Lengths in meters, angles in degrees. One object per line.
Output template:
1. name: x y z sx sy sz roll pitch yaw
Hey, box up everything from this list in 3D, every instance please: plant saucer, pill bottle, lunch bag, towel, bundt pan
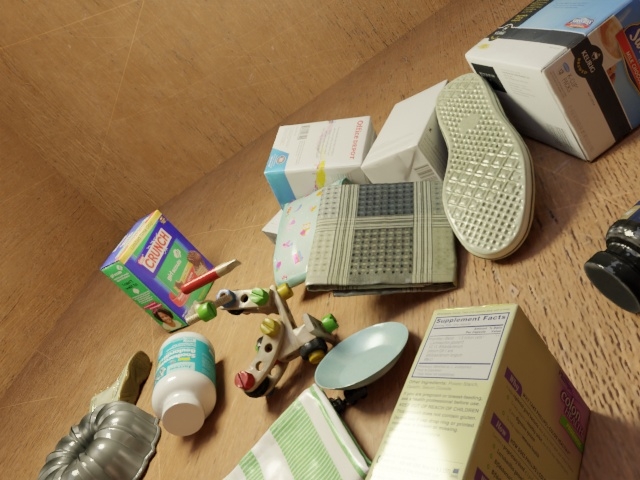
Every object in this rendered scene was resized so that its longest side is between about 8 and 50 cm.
1. plant saucer: 0.082 0.221 1.001 0.195 0.037 0.195 -29 11 6
2. pill bottle: 0.473 -0.007 0.733 0.219 0.123 0.123 -41 23 -1
3. lunch bag: 0.000 0.000 1.384 0.223 0.160 0.262 -22 38 35
4. pill bottle: -0.323 0.342 1.301 0.146 0.146 0.264 -39 24 4
5. towel: -0.076 0.417 0.896 0.325 0.038 0.248 -44 30 -3
6. towel: 0.132 -0.009 1.175 0.312 0.056 0.324 -1 45 13
7. bundt pan: -0.561 0.533 1.338 0.331 0.124 0.331 -32 23 15

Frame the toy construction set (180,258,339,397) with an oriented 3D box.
1. toy construction set: -0.105 0.153 1.142 0.237 0.309 0.257 -28 34 16

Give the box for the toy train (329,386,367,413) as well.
1. toy train: 0.018 0.305 0.998 0.158 0.027 0.036 -35 21 12

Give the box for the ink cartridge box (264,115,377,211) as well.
1. ink cartridge box: 0.021 -0.196 1.508 0.270 0.197 0.198 -2 50 19

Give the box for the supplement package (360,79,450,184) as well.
1. supplement package: 0.262 -0.237 1.384 0.175 0.177 0.293 -18 33 43

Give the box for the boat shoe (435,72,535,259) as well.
1. boat shoe: 0.353 -0.156 1.150 0.186 0.156 0.500 -25 42 27

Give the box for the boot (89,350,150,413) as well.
1. boot: -0.610 0.444 1.649 0.165 0.077 0.213 -33 28 23

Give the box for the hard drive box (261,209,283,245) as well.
1. hard drive box: -0.048 -0.077 1.683 0.232 0.089 0.181 -48 25 -14

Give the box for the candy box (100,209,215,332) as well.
1. candy box: -0.523 0.101 1.807 0.122 0.317 0.268 -25 28 32

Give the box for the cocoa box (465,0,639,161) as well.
1. cocoa box: 0.514 -0.360 1.146 0.228 0.231 0.347 -38 24 7

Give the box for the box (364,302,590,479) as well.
1. box: 0.192 0.234 0.623 0.117 0.213 0.243 -13 36 47
